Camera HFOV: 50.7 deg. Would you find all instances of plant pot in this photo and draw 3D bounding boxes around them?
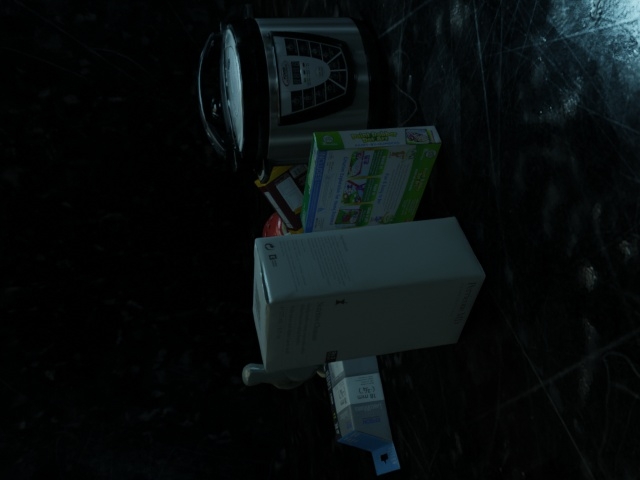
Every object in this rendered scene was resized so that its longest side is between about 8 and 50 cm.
[{"bbox_3d":[-0.090,-0.027,2.301,0.174,0.191,0.191,150,114,-72],"label":"plant pot"}]

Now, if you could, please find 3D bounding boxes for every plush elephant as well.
[{"bbox_3d":[-0.063,0.354,2.260,0.255,0.330,0.271,-39,-41,-79],"label":"plush elephant"}]

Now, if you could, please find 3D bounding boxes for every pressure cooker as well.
[{"bbox_3d":[-0.092,-0.358,1.671,0.370,0.420,0.375,-109,20,-47],"label":"pressure cooker"}]

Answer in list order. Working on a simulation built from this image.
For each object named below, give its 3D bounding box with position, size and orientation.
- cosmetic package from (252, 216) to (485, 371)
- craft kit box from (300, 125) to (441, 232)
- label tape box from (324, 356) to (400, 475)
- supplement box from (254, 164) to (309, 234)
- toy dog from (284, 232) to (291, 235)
[{"bbox_3d":[0.076,0.097,1.232,0.217,0.385,0.156,95,164,-47],"label":"cosmetic package"},{"bbox_3d":[0.094,-0.119,1.366,0.250,0.247,0.061,103,160,-52],"label":"craft kit box"},{"bbox_3d":[0.105,0.476,1.864,0.240,0.106,0.333,113,149,-65],"label":"label tape box"},{"bbox_3d":[-0.047,-0.143,1.916,0.194,0.191,0.129,56,170,-10],"label":"supplement box"},{"bbox_3d":[0.003,0.074,1.963,0.161,0.220,0.333,41,-150,-72],"label":"toy dog"}]
